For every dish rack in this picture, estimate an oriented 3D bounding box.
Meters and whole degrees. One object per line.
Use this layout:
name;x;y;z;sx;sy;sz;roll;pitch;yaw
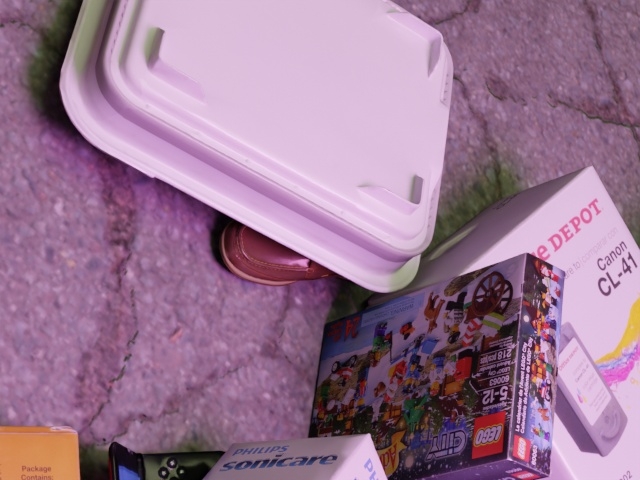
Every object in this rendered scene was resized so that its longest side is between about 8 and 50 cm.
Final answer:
dish rack;-0.026;-0.138;1.285;0.333;0.072;0.285;29;48;-23

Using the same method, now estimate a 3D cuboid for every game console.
game console;-0.097;0.215;1.132;0.124;0.085;0.144;1;74;-26

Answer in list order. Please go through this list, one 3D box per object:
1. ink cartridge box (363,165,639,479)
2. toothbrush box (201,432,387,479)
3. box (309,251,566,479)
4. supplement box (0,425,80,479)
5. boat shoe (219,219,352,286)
ink cartridge box;0.210;0.124;1.389;0.226;0.131;0.306;-36;100;-41
toothbrush box;-0.042;0.296;1.059;0.295;0.126;0.216;-47;121;-50
box;0.082;0.115;1.218;0.044;0.233;0.159;26;59;-31
supplement box;-0.201;0.240;1.050;0.078;0.080;0.233;7;72;-39
boat shoe;0.000;0.000;1.308;0.178;0.060;0.064;3;73;-38
